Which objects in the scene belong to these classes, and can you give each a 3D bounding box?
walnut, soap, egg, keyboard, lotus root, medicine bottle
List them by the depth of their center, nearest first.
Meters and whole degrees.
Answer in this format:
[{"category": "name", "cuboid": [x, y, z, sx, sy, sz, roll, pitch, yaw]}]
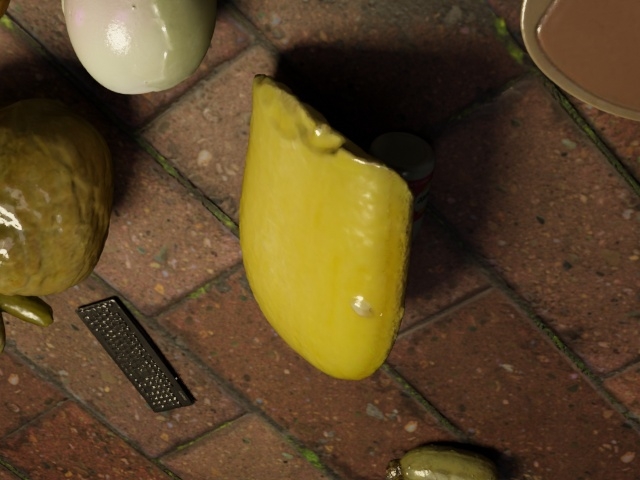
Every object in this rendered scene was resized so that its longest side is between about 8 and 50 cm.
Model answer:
[{"category": "egg", "cuboid": [-0.214, -0.289, 1.405, 0.183, 0.183, 0.217, 1, 126, 10]}, {"category": "soap", "cuboid": [0.002, -0.002, 1.577, 0.306, 0.115, 0.427, 37, 139, 27]}, {"category": "walnut", "cuboid": [-0.390, -0.054, 1.592, 0.227, 0.283, 0.283, 13, 133, 25]}, {"category": "medicine bottle", "cuboid": [0.095, -0.038, 1.612, 0.090, 0.090, 0.217, 10, 132, 3]}, {"category": "keyboard", "cuboid": [-0.296, 0.189, 1.929, 0.087, 0.017, 0.250, -15, 124, 24]}, {"category": "lotus root", "cuboid": [0.198, 0.374, 1.943, 0.183, 0.077, 0.090, 6, 140, 8]}]

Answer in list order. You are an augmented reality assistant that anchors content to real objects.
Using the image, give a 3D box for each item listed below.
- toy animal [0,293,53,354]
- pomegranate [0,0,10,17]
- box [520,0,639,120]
[{"category": "toy animal", "cuboid": [-0.504, 0.111, 1.701, 0.181, 0.363, 0.180, -25, 135, 33]}, {"category": "pomegranate", "cuboid": [-0.461, -0.318, 1.436, 0.191, 0.191, 0.191, 6, 130, 7]}, {"category": "box", "cuboid": [0.361, -0.299, 1.260, 0.301, 0.216, 0.301, 5, 128, 6]}]
